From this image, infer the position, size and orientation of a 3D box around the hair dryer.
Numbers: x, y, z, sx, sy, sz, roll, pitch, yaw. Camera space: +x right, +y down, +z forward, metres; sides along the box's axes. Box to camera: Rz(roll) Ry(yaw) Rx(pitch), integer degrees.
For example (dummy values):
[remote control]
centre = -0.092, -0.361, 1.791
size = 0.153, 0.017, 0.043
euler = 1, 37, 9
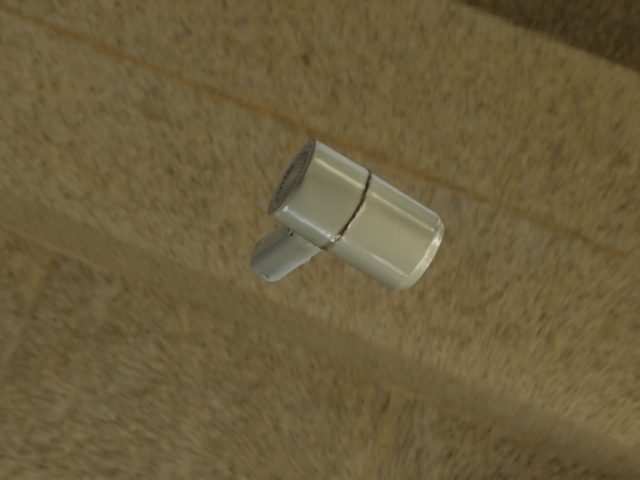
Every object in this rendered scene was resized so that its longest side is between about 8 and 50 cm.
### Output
[hair dryer]
centre = 0.000, 0.000, 0.987
size = 0.082, 0.137, 0.047
euler = 31, -116, -14
